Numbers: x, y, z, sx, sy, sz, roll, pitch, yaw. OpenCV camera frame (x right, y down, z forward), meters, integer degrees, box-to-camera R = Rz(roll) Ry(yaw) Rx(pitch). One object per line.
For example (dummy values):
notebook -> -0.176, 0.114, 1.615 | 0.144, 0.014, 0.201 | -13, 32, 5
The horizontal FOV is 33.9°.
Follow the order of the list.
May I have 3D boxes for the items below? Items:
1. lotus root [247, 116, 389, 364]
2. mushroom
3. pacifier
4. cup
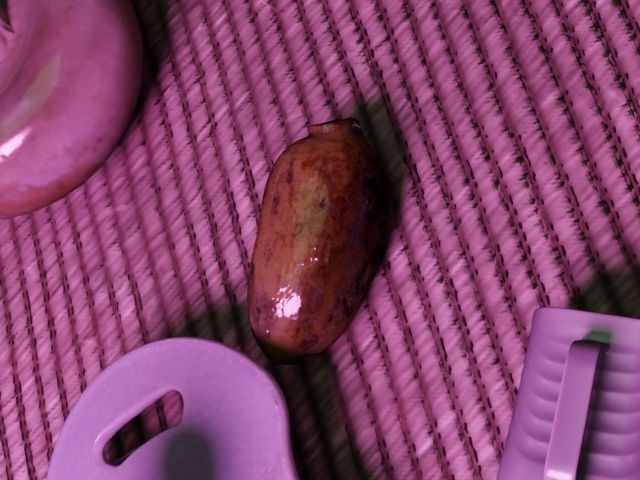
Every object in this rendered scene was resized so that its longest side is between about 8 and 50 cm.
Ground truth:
lotus root -> 0.000, 0.000, 0.730 | 0.080, 0.089, 0.179 | 7, 84, 54
mushroom -> -0.270, -0.141, 0.806 | 0.243, 0.243, 0.244 | -6, 73, 21
pacifier -> -0.111, 0.204, 0.639 | 0.244, 0.233, 0.299 | -35, 64, 13
cup -> 0.156, 0.109, 0.614 | 0.095, 0.128, 0.129 | 6, 76, 26
